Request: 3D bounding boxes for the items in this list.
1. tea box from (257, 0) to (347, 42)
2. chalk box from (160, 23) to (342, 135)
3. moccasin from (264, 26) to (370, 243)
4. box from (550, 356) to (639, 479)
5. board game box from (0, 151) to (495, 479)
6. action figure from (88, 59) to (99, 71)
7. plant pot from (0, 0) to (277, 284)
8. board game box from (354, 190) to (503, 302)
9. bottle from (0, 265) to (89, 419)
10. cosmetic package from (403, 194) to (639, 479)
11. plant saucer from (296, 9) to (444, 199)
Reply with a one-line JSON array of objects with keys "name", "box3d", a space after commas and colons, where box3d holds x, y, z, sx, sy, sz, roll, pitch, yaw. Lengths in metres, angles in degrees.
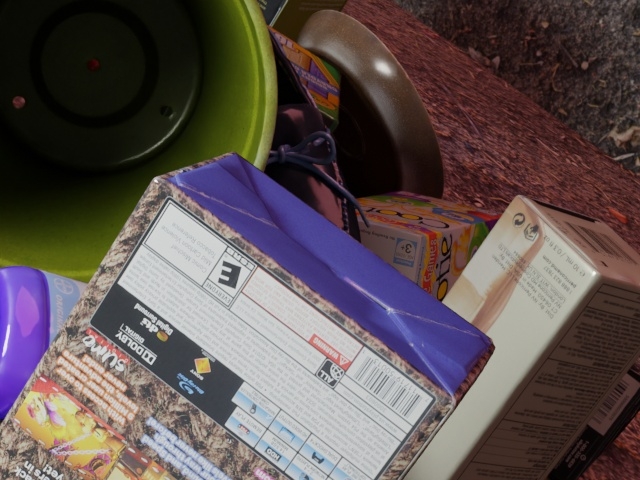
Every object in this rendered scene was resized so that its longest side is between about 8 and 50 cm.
[{"name": "tea box", "box3d": [-0.125, -0.447, 2.222, 0.329, 0.323, 0.220, 40, 21, 15]}, {"name": "chalk box", "box3d": [-0.095, -0.137, 1.752, 0.179, 0.180, 0.289, 31, 18, -9]}, {"name": "moccasin", "box3d": [-0.054, -0.090, 1.484, 0.137, 0.117, 0.342, -18, 51, -11]}, {"name": "box", "box3d": [0.311, 0.153, 1.725, 0.143, 0.165, 0.270, 39, 20, 15]}, {"name": "board game box", "box3d": [-0.066, 0.128, 0.993, 0.232, 0.291, 0.141, 37, 18, 8]}, {"name": "action figure", "box3d": [-0.337, -0.178, 1.628, 0.280, 0.139, 0.091, 7, 28, -9]}, {"name": "plant pot", "box3d": [-0.226, -0.154, 1.395, 0.366, 0.366, 0.353, 31, 8, -8]}, {"name": "board game box", "box3d": [0.086, 0.035, 1.622, 0.144, 0.142, 0.275, 14, 11, 23]}, {"name": "bottle", "box3d": [-0.149, 0.107, 1.193, 0.283, 0.092, 0.118, 20, 52, -36]}, {"name": "cosmetic package", "box3d": [0.182, 0.120, 1.404, 0.153, 0.296, 0.129, 15, 25, -46]}, {"name": "plant saucer", "box3d": [0.048, -0.153, 1.963, 0.050, 0.311, 0.310, -31, 57, -23]}]
